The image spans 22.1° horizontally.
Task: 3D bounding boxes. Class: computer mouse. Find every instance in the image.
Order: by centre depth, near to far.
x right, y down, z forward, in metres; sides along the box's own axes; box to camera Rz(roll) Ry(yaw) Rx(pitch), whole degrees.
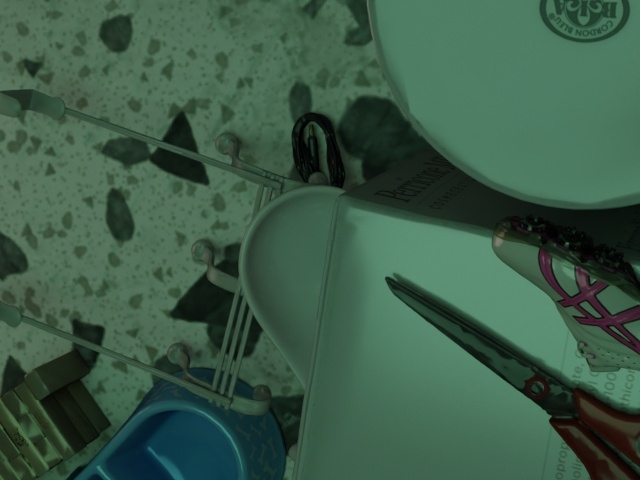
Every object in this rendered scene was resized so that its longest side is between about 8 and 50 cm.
[{"bbox_3d":[0.000,0.000,1.552,0.071,0.041,0.242,5,97,36],"label":"computer mouse"}]

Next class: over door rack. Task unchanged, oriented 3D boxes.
[{"bbox_3d":[-0.168,0.004,1.562,0.324,0.108,0.239,17,103,12],"label":"over door rack"}]

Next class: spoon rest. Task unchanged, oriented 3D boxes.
[{"bbox_3d":[0.000,0.083,1.468,0.137,0.084,0.276,-12,112,-16],"label":"spoon rest"}]

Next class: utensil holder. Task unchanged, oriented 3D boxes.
[{"bbox_3d":[0.230,-0.196,1.252,0.327,0.385,0.327,4,102,18],"label":"utensil holder"}]

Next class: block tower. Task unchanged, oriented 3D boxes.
[{"bbox_3d":[-0.367,0.242,1.683,0.335,0.091,0.097,-36,88,21],"label":"block tower"}]

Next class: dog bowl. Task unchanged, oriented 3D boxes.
[{"bbox_3d":[-0.167,0.259,1.629,0.166,0.074,0.297,46,109,6],"label":"dog bowl"}]

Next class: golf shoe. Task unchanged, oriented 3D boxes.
[{"bbox_3d":[0.193,0.050,1.129,0.186,0.067,0.086,31,107,11],"label":"golf shoe"}]

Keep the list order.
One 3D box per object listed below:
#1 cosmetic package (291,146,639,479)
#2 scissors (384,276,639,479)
[{"bbox_3d":[0.215,0.131,1.345,0.393,0.329,0.327,12,104,15],"label":"cosmetic package"},{"bbox_3d":[0.177,0.109,1.171,0.109,0.021,0.297,-43,84,21],"label":"scissors"}]
